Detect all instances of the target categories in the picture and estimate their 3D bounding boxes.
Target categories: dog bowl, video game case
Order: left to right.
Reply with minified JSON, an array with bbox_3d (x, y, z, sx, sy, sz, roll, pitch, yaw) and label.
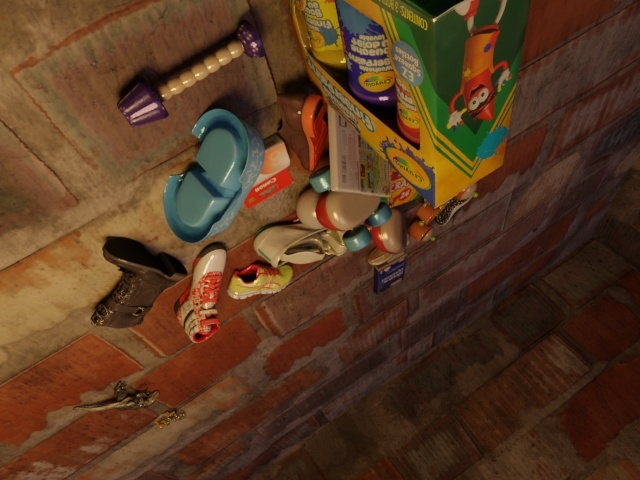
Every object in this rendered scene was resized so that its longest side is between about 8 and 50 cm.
[{"bbox_3d":[-0.221,-0.129,0.997,0.074,0.166,0.297,-6,136,-57],"label":"dog bowl"},{"bbox_3d":[0.098,-0.225,1.167,0.206,0.226,0.026,1,175,-45],"label":"video game case"}]

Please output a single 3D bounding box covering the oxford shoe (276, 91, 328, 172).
[{"bbox_3d":[-0.043,-0.250,1.100,0.271,0.099,0.096,86,23,-66],"label":"oxford shoe"}]

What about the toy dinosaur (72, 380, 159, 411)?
[{"bbox_3d":[-0.600,0.489,1.468,0.268,0.064,0.118,14,128,-47],"label":"toy dinosaur"}]

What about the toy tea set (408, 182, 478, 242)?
[{"bbox_3d":[0.420,-0.105,1.614,0.200,0.124,0.336,-44,163,-24],"label":"toy tea set"}]

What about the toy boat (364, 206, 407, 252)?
[{"bbox_3d":[0.195,-0.031,1.544,0.151,0.150,0.231,-2,175,17],"label":"toy boat"}]

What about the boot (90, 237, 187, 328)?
[{"bbox_3d":[-0.461,0.121,1.123,0.229,0.091,0.263,-43,149,7],"label":"boot"}]

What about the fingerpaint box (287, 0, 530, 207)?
[{"bbox_3d":[0.110,-0.331,0.801,0.163,0.444,0.371,-33,147,-7],"label":"fingerpaint box"}]

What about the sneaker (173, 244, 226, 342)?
[{"bbox_3d":[-0.296,0.150,1.268,0.090,0.145,0.270,4,128,-46],"label":"sneaker"}]

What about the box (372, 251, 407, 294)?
[{"bbox_3d":[0.276,0.138,1.910,0.137,0.036,0.225,-28,147,-16],"label":"box"}]

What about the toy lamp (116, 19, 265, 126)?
[{"bbox_3d":[-0.233,-0.295,0.854,0.275,0.080,0.080,-34,147,-10],"label":"toy lamp"}]

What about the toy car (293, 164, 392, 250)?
[{"bbox_3d":[0.024,-0.103,1.270,0.210,0.238,0.219,-47,117,-36],"label":"toy car"}]

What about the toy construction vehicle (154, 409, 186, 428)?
[{"bbox_3d":[-0.549,0.646,1.735,0.098,0.035,0.086,-24,156,-17],"label":"toy construction vehicle"}]

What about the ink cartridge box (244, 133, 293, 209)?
[{"bbox_3d":[-0.137,-0.152,1.149,0.145,0.045,0.179,-32,144,-9],"label":"ink cartridge box"}]

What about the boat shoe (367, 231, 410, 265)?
[{"bbox_3d":[0.242,0.017,1.713,0.190,0.068,0.072,-35,136,-23],"label":"boat shoe"}]

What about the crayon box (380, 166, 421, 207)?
[{"bbox_3d":[0.247,-0.241,1.378,0.202,0.081,0.318,-20,143,-26],"label":"crayon box"}]

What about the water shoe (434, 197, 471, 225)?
[{"bbox_3d":[0.498,-0.144,1.768,0.203,0.073,0.080,-50,167,24],"label":"water shoe"}]

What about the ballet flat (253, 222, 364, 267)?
[{"bbox_3d":[0.000,0.000,1.386,0.401,0.139,0.139,-14,140,-33],"label":"ballet flat"}]

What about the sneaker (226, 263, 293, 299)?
[{"bbox_3d":[-0.170,0.106,1.397,0.209,0.081,0.094,-17,139,-29],"label":"sneaker"}]
